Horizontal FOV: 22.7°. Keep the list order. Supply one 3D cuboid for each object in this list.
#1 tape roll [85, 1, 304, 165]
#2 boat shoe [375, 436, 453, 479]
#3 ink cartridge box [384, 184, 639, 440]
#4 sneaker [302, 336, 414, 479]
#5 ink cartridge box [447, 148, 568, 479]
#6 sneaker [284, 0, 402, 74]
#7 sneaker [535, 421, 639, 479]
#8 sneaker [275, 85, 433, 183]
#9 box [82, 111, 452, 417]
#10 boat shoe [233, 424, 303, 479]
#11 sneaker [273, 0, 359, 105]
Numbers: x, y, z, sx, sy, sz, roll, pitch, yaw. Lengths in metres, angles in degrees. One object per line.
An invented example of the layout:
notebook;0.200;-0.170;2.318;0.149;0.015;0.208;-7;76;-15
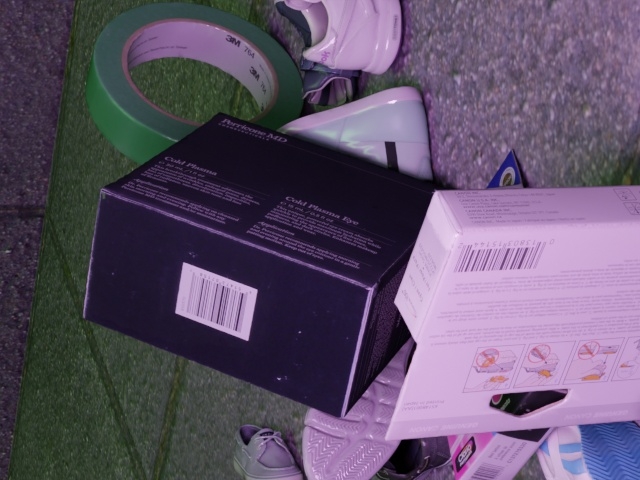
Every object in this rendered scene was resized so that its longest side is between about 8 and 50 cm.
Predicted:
tape roll;-0.187;-0.225;2.386;0.077;0.321;0.321;114;146;-45
boat shoe;0.109;0.275;2.050;0.228;0.076;0.080;149;116;-64
ink cartridge box;0.213;0.067;1.512;0.066;0.296;0.261;-116;33;-44
sneaker;0.049;0.210;2.075;0.180;0.124;0.321;112;-179;-59
ink cartridge box;0.185;0.077;1.764;0.371;0.069;0.176;-96;28;-45
sneaker;0.028;-0.371;2.090;0.114;0.152;0.305;161;107;-68
sneaker;0.283;0.230;1.643;0.229;0.087;0.092;-118;30;-60
sneaker;0.029;-0.090;2.074;0.256;0.094;0.151;-19;75;30
box;-0.052;0.018;1.906;0.343;0.312;0.179;20;118;16
boat shoe;-0.090;0.336;2.512;0.227;0.079;0.081;-167;72;-69
sneaker;-0.010;-0.275;2.266;0.226;0.086;0.163;-159;72;-64
